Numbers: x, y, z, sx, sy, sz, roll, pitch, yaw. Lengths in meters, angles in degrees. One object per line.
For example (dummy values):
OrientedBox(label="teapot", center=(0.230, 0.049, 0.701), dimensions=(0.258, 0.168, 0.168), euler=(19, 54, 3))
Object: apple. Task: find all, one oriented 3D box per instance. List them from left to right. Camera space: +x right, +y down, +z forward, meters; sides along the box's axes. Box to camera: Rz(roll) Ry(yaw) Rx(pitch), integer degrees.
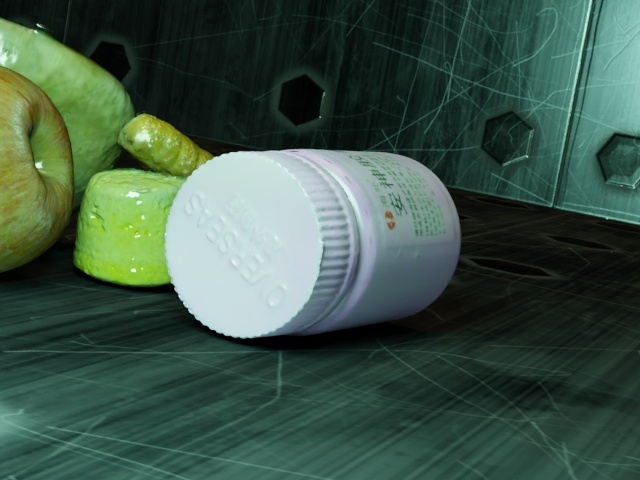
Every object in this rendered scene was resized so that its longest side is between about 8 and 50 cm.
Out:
OrientedBox(label="apple", center=(-0.337, -0.066, 1.363), dimensions=(0.188, 0.211, 0.211), euler=(-13, 3, 11))

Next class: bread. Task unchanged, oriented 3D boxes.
OrientedBox(label="bread", center=(-0.193, -0.010, 1.476), dimensions=(0.129, 0.114, 0.111), euler=(10, 13, 27))

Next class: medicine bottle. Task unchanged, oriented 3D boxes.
OrientedBox(label="medicine bottle", center=(0.000, 0.000, 1.388), dimensions=(0.178, 0.178, 0.291), euler=(14, 8, 30))

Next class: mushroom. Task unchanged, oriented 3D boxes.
OrientedBox(label="mushroom", center=(-0.347, -0.120, 1.518), dimensions=(0.292, 0.212, 0.217), euler=(38, -27, -18))

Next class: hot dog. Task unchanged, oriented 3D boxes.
OrientedBox(label="hot dog", center=(-0.097, -0.042, 1.559), dimensions=(0.289, 0.068, 0.083), euler=(40, -20, -21))
